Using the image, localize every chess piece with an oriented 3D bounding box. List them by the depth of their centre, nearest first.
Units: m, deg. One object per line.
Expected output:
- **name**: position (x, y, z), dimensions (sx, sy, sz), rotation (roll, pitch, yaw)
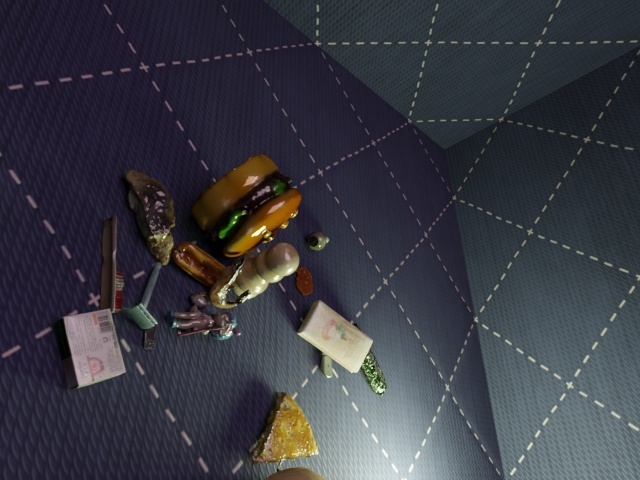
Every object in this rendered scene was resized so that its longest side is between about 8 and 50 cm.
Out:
- **chess piece**: position (-0.206, 0.105, 1.795), dimensions (0.167, 0.300, 0.166), rotation (24, 54, -38)

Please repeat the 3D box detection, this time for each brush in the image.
- **brush**: position (-0.654, 0.076, 1.493), dimensions (0.050, 0.060, 0.320), rotation (24, 52, -56)

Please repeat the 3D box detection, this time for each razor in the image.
- **razor**: position (-0.558, 0.162, 1.539), dimensions (0.231, 0.068, 0.106), rotation (-88, 164, -45)

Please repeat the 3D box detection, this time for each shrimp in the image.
- **shrimp**: position (-0.309, 0.161, 1.735), dimensions (0.152, 0.219, 0.046), rotation (28, 9, -33)

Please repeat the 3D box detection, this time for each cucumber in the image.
- **cucumber**: position (0.218, 0.561, 2.192), dimensions (0.096, 0.096, 0.359), rotation (-32, 93, -52)

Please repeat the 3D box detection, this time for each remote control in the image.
- **remote control**: position (-0.549, 0.305, 1.517), dimensions (0.039, 0.014, 0.096), rotation (19, 55, -42)

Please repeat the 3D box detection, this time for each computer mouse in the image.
- **computer mouse**: position (0.022, 0.539, 2.029), dimensions (0.056, 0.032, 0.110), rotation (37, 35, -32)

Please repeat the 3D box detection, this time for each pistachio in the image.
- **pistachio**: position (-0.086, 0.870, 1.571), dimensions (0.309, 0.230, 0.229), rotation (18, 56, -30)

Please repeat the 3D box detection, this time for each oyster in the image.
- **oyster**: position (-0.571, -0.088, 1.636), dimensions (0.167, 0.110, 0.340), rotation (5, 67, -47)

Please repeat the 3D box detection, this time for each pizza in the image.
- **pizza**: position (-0.154, 0.705, 1.703), dimensions (0.288, 0.075, 0.279), rotation (-16, 78, -50)

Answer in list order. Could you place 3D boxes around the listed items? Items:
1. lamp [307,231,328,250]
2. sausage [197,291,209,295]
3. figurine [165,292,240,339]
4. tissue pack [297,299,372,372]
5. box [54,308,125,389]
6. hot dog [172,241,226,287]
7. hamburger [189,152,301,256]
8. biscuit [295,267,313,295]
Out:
- **lamp**: position (0.000, 0.000, 2.277), dimensions (0.163, 0.091, 0.090), rotation (-6, 74, -66)
- **sausage**: position (-0.408, 0.197, 1.738), dimensions (0.100, 0.015, 0.015), rotation (10, 62, -46)
- **figurine**: position (-0.414, 0.273, 1.641), dimensions (0.260, 0.102, 0.205), rotation (13, 24, -43)
- **tissue pack**: position (0.068, 0.418, 2.053), dimensions (0.325, 0.071, 0.170), rotation (39, 64, -17)
- **box**: position (-0.654, 0.305, 1.343), dimensions (0.135, 0.081, 0.198), rotation (-6, 72, -50)
- **hot dog**: position (-0.429, 0.095, 1.718), dimensions (0.249, 0.068, 0.100), rotation (43, 80, -32)
- **hamburger**: position (-0.272, -0.109, 1.777), dimensions (0.277, 0.396, 0.396), rotation (50, 39, -2)
- **biscuit**: position (-0.074, 0.185, 2.127), dimensions (0.102, 0.019, 0.130), rotation (18, 56, -43)
